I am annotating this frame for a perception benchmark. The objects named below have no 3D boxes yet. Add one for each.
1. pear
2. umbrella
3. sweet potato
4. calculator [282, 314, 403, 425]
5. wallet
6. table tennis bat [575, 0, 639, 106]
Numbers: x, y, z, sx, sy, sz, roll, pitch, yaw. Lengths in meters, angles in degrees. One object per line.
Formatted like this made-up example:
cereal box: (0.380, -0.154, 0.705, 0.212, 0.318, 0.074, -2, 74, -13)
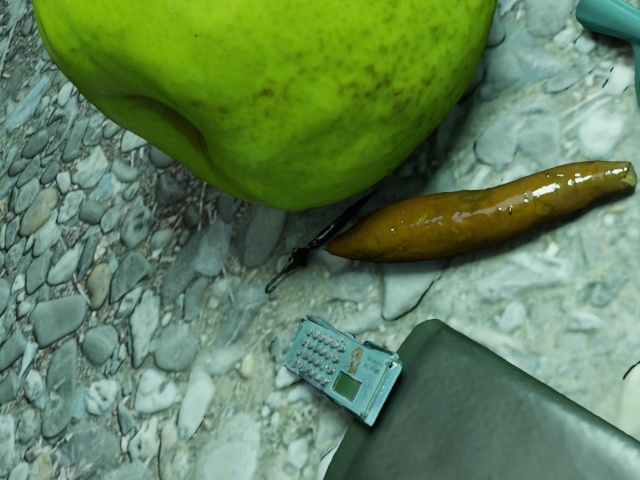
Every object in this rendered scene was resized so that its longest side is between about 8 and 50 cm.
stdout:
pear: (-0.029, -0.226, 0.648, 0.391, 0.391, 0.391, -20, 55, 32)
umbrella: (-0.001, -0.002, 0.734, 0.149, 0.022, 0.022, -43, 22, 6)
sweet potato: (0.114, -0.016, 0.614, 0.264, 0.057, 0.057, -11, 60, 33)
calculator: (0.013, 0.099, 0.622, 0.057, 0.018, 0.172, -64, 23, -5)
wallet: (0.119, 0.174, 0.511, 0.245, 0.052, 0.169, 32, 91, 42)
table tennis bat: (0.254, -0.142, 0.553, 0.201, 0.033, 0.124, -124, 43, -52)
